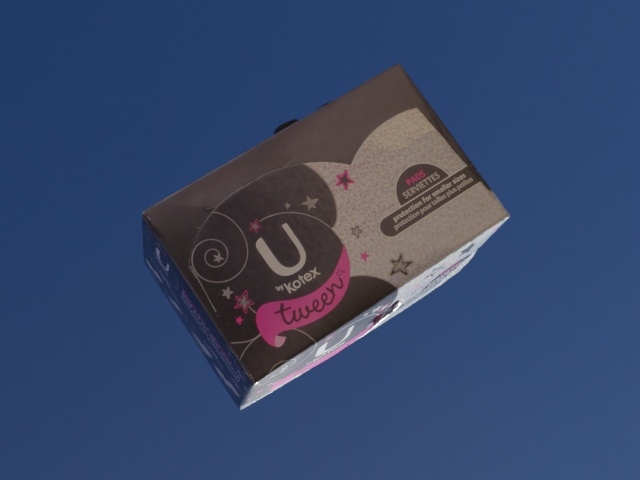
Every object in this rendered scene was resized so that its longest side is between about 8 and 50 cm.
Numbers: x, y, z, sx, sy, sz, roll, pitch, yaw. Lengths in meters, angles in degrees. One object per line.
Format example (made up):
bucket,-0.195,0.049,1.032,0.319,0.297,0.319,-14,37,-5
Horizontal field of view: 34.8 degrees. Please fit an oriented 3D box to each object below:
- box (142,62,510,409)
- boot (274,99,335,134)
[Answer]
box,0.000,0.000,0.832,0.247,0.142,0.163,-32,-101,-15
boot,0.014,-0.084,1.044,0.107,0.114,0.037,-17,-136,3
